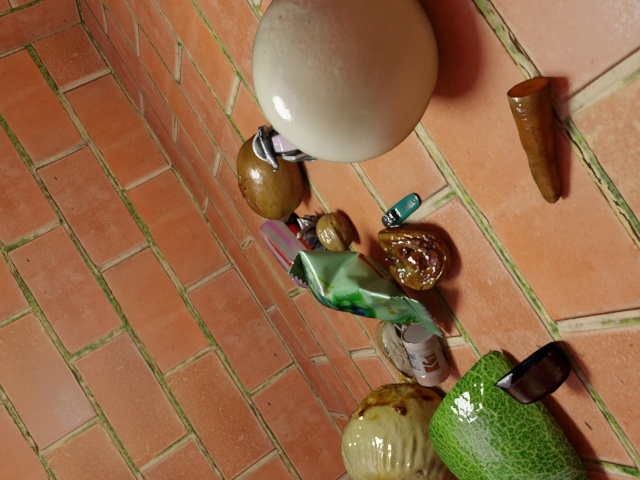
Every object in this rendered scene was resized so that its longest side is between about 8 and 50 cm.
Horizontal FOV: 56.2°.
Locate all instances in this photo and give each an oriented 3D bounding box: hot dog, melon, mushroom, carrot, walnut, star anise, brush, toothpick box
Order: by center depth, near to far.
[{"bbox_3d":[0.337,-0.141,0.917,0.061,0.061,0.209,29,149,55],"label":"carrot"},{"bbox_3d":[0.453,0.473,1.381,0.343,0.226,0.331,46,115,36],"label":"melon"},{"bbox_3d":[0.215,0.032,1.406,0.160,0.099,0.227,58,158,-10],"label":"hot dog"},{"bbox_3d":[0.185,-0.067,1.422,0.043,0.032,0.193,57,162,5],"label":"brush"},{"bbox_3d":[0.287,0.309,1.635,0.098,0.098,0.149,22,139,60],"label":"toothpick box"},{"bbox_3d":[0.043,-0.022,1.742,0.124,0.105,0.105,64,161,2],"label":"walnut"},{"bbox_3d":[-0.155,-0.183,1.838,0.203,0.203,0.298,26,135,57],"label":"walnut"},{"bbox_3d":[0.000,0.001,1.845,0.230,0.081,0.262,67,-170,26],"label":"star anise"},{"bbox_3d":[0.227,0.336,1.867,0.210,0.072,0.094,63,169,-13],"label":"mushroom"}]

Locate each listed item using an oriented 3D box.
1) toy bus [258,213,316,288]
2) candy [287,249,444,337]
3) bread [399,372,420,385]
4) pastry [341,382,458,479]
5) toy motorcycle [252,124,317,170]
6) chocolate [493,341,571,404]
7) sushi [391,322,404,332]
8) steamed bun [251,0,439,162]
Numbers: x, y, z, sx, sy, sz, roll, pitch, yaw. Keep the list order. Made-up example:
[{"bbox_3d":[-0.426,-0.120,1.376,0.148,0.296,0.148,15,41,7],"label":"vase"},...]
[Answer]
[{"bbox_3d":[-0.078,0.034,2.062,0.302,0.147,0.127,49,164,28],"label":"toy bus"},{"bbox_3d":[0.130,0.140,1.569,0.398,0.172,0.263,26,178,36],"label":"candy"},{"bbox_3d":[0.288,0.452,1.935,0.083,0.044,0.110,46,156,42],"label":"bread"},{"bbox_3d":[0.253,0.604,1.814,0.388,0.312,0.388,8,146,5],"label":"pastry"},{"bbox_3d":[-0.053,-0.254,1.489,0.327,0.188,0.143,17,129,62],"label":"toy motorcycle"},{"bbox_3d":[0.431,0.274,1.200,0.080,0.149,0.125,51,-163,18],"label":"chocolate"},{"bbox_3d":[0.188,0.171,1.777,0.201,0.031,0.139,38,152,38],"label":"sushi"},{"bbox_3d":[0.042,-0.289,1.004,0.206,0.324,0.324,-98,-15,-68],"label":"steamed bun"}]
